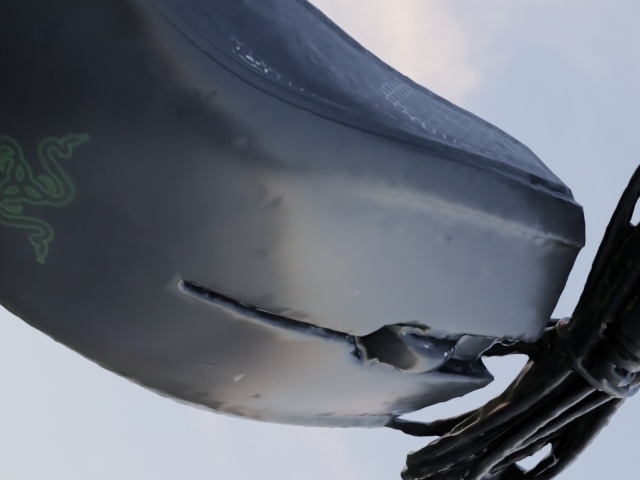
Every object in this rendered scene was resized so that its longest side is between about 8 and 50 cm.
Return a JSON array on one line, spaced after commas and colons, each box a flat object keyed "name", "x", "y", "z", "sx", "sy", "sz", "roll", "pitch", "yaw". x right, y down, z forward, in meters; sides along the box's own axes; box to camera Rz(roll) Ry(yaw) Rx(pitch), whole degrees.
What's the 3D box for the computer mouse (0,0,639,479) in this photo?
[{"name": "computer mouse", "x": 0.000, "y": 0.000, "z": 0.469, "sx": 0.188, "sy": 0.272, "sz": 0.072, "roll": -51, "pitch": -153, "yaw": 33}]
